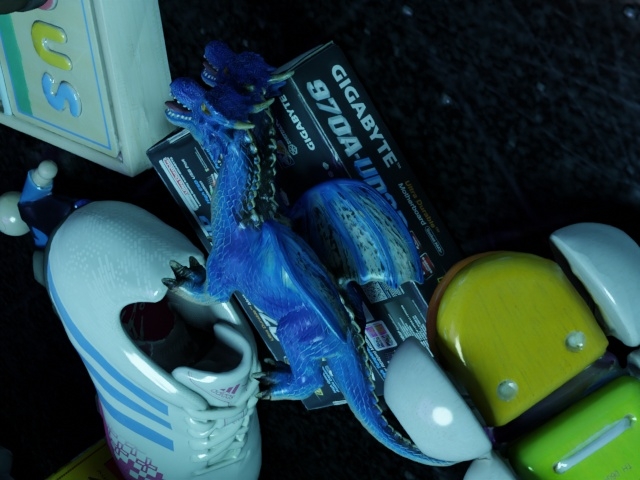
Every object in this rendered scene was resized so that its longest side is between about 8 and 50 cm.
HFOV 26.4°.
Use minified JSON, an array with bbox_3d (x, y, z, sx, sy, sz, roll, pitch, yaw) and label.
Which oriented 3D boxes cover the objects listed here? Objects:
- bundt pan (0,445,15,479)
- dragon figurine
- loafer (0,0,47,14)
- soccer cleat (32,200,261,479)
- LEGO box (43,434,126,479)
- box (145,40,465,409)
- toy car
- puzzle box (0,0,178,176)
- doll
[{"bbox_3d":[-0.418,0.294,1.461,0.331,0.124,0.330,14,109,46],"label":"bundt pan"},{"bbox_3d":[-0.001,0.021,0.795,0.289,0.085,0.144,50,142,5],"label":"dragon figurine"},{"bbox_3d":[-0.231,-0.234,0.835,0.080,0.078,0.220,7,124,43],"label":"loafer"},{"bbox_3d":[-0.096,0.113,0.994,0.143,0.116,0.331,19,146,37],"label":"soccer cleat"},{"bbox_3d":[-0.085,0.410,1.011,0.193,0.372,0.500,-44,88,9],"label":"LEGO box"},{"bbox_3d":[0.000,0.000,0.890,0.175,0.051,0.220,-21,103,52],"label":"box"},{"bbox_3d":[0.128,0.085,0.771,0.182,0.159,0.136,56,178,-5],"label":"toy car"},{"bbox_3d":[-0.233,-0.258,0.926,0.272,0.052,0.409,21,133,34],"label":"puzzle box"},{"bbox_3d":[-0.195,-0.010,1.090,0.189,0.046,0.129,15,142,39],"label":"doll"}]
